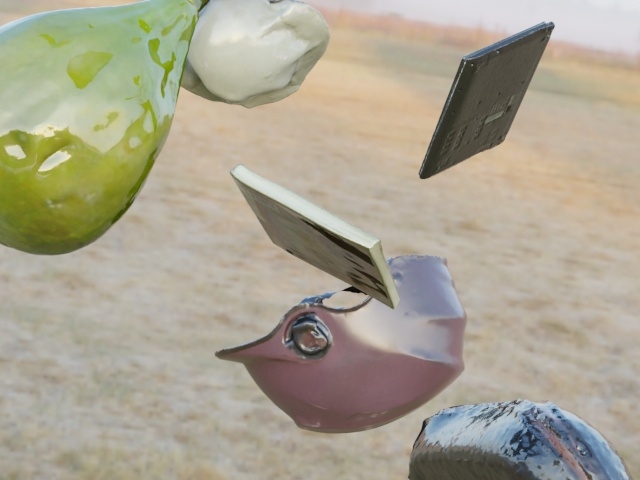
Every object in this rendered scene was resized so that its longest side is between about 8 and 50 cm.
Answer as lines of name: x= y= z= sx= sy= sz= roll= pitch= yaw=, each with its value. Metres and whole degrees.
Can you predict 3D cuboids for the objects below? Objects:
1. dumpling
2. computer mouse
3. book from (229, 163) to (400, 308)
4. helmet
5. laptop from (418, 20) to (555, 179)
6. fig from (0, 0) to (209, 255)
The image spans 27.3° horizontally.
dumpling: x=-0.081 y=-0.200 z=1.422 sx=0.176 sy=0.150 sz=0.092 roll=-30 pitch=37 yaw=-12
computer mouse: x=0.192 y=0.232 z=1.199 sx=0.116 sy=0.183 sz=0.323 roll=-24 pitch=2 yaw=-22
book: x=0.000 y=0.000 z=1.143 sx=0.138 sy=0.016 sz=0.198 roll=28 pitch=-10 yaw=16
helmet: x=0.050 y=0.158 z=1.775 sx=0.338 sy=0.197 sz=0.271 roll=-28 pitch=-5 yaw=-1
laptop: x=0.171 y=-0.144 z=1.366 sx=0.129 sy=0.180 sz=0.016 roll=-27 pitch=61 yaw=-30
fig: x=-0.257 y=-0.142 z=1.286 sx=0.233 sy=0.314 sz=0.233 roll=20 pitch=-3 yaw=1
